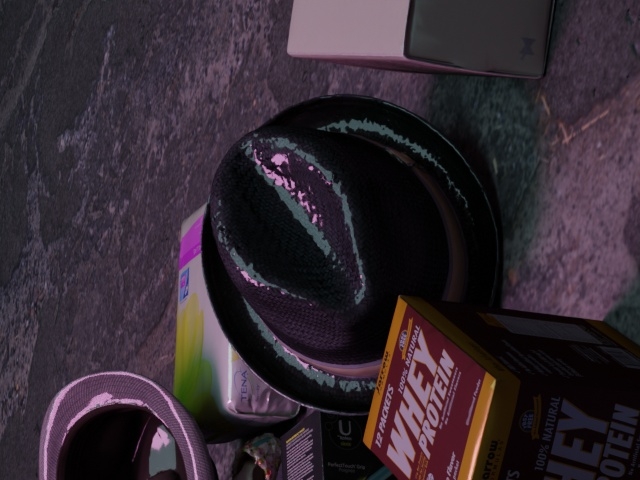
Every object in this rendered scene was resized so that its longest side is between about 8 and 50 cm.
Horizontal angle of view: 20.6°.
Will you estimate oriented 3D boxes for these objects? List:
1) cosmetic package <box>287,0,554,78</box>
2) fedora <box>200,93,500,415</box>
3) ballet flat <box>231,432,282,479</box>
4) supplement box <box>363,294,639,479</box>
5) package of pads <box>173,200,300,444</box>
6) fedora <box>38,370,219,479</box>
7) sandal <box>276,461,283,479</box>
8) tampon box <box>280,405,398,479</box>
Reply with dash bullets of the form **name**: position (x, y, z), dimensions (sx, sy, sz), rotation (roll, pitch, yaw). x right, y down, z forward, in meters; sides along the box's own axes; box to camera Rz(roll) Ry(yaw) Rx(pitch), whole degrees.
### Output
- **cosmetic package**: position (0.093, -0.231, 1.728), dimensions (0.296, 0.153, 0.129), rotation (-163, 81, -66)
- **fedora**: position (0.000, 0.000, 1.675), dimensions (0.334, 0.152, 0.334), rotation (-7, 75, 25)
- **ballet flat**: position (-0.089, 0.341, 2.042), dimensions (0.091, 0.077, 0.241), rotation (6, 88, 33)
- **supplement box**: position (0.166, 0.142, 1.376), dimensions (0.191, 0.194, 0.129), rotation (-139, 60, -64)
- **package of pads**: position (-0.099, 0.088, 2.143), dimensions (0.229, 0.101, 0.296), rotation (148, 125, -63)
- **fedora**: position (-0.205, 0.287, 2.082), dimensions (0.244, 0.124, 0.275), rotation (-17, 82, 26)
- **sandal**: position (-0.001, 0.319, 1.914), dimensions (0.097, 0.054, 0.254), rotation (-56, 24, 34)
- **tampon box**: position (0.036, 0.258, 1.739), dimensions (0.101, 0.120, 0.161), rotation (136, 137, -55)
